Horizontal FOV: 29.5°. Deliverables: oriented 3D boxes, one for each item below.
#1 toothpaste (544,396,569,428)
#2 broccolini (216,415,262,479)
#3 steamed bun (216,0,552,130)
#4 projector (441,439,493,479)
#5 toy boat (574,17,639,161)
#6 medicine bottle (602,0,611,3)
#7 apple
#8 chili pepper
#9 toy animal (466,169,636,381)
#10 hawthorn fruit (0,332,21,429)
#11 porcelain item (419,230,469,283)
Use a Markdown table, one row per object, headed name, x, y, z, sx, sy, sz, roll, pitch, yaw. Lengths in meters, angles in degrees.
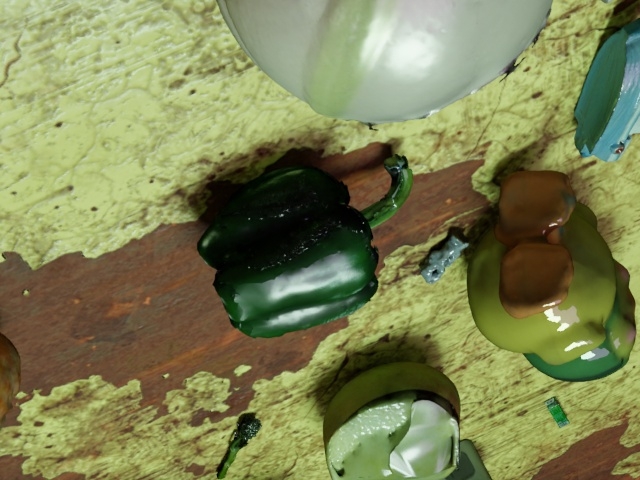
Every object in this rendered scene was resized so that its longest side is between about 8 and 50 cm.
| name | x | y | z | sx | sy | sz | roll | pitch | yaw |
| --- | --- | --- | --- | --- | --- | --- | --- | --- | --- |
| toothpaste | 0.389 | 0.283 | 1.997 | 0.020 | 0.017 | 0.083 | -29 | 141 | 7 |
| broccolini | -0.117 | 0.297 | 1.711 | 0.030 | 0.035 | 0.140 | 4 | 134 | -28 |
| steamed bun | 0.033 | -0.268 | 0.975 | 0.309 | 0.309 | 0.309 | -16 | 140 | -14 |
| projector | 0.230 | 0.385 | 1.969 | 0.083 | 0.082 | 0.083 | -29 | 143 | 2 |
| toy boat | 0.368 | -0.179 | 1.403 | 0.102 | 0.088 | 0.215 | -3 | 139 | -13 |
| medicine bottle | 0.341 | -0.306 | 1.255 | 0.140 | 0.079 | 0.079 | -30 | 142 | 5 |
| apple | 0.101 | 0.259 | 1.687 | 0.188 | 0.174 | 0.207 | -5 | 148 | 7 |
| chili pepper | 0.000 | 0.000 | 1.346 | 0.261 | 0.165 | 0.174 | -23 | 130 | -8 |
| toy animal | 0.292 | 0.066 | 1.568 | 0.191 | 0.216 | 0.338 | -11 | 152 | 25 |
| hawthorn fruit | -0.409 | 0.158 | 1.298 | 0.189 | 0.149 | 0.149 | 6 | 131 | -40 |
| porcelain item | 0.157 | 0.024 | 1.563 | 0.036 | 0.028 | 0.083 | 6 | 132 | -38 |
